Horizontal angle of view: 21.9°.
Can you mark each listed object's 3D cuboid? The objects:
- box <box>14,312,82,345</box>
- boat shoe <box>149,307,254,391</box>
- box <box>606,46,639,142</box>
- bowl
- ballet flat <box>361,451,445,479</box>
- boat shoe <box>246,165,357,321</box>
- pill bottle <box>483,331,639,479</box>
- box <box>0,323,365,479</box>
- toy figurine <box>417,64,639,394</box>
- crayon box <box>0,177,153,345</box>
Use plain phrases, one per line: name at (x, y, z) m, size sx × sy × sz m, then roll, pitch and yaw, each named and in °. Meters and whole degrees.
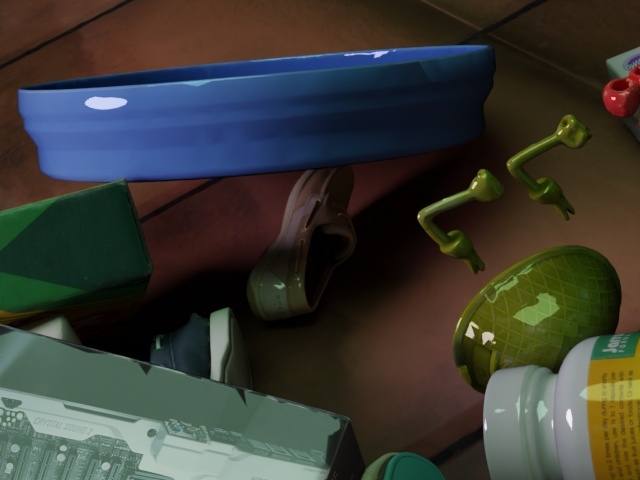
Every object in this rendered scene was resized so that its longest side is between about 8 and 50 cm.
box at (-0.218, 0.179, 1.122) m, size 0.149 × 0.126 × 0.232 m, roll -20°, pitch 31°, yaw 4°
boat shoe at (-0.094, 0.129, 1.153) m, size 0.079 × 0.095 × 0.254 m, roll -16°, pitch 30°, yaw 7°
box at (0.396, -0.167, 1.334) m, size 0.324 × 0.063 × 0.067 m, roll -21°, pitch 30°, yaw 2°
bowl at (-0.049, -0.106, 1.359) m, size 0.391 × 0.077 × 0.391 m, roll -5°, pitch 8°, yaw 1°
ballet flat at (0.027, 0.228, 0.954) m, size 0.086 × 0.086 × 0.248 m, roll -9°, pitch 31°, yaw 20°
boat shoe at (0.000, 0.000, 1.332) m, size 0.059 × 0.063 × 0.170 m, roll 1°, pitch 47°, yaw 29°
pill bottle at (0.208, 0.110, 0.972) m, size 0.208 × 0.117 × 0.117 m, roll -7°, pitch 34°, yaw 24°
box at (-0.139, 0.215, 0.911) m, size 0.243 × 0.076 × 0.307 m, roll 14°, pitch 63°, yaw 18°
toy figurine at (0.271, 0.008, 1.037) m, size 0.363 × 0.191 × 0.217 m, roll -29°, pitch 37°, yaw -9°
crayon box at (-0.294, 0.056, 1.244) m, size 0.319 × 0.081 × 0.202 m, roll -15°, pitch -11°, yaw -14°
